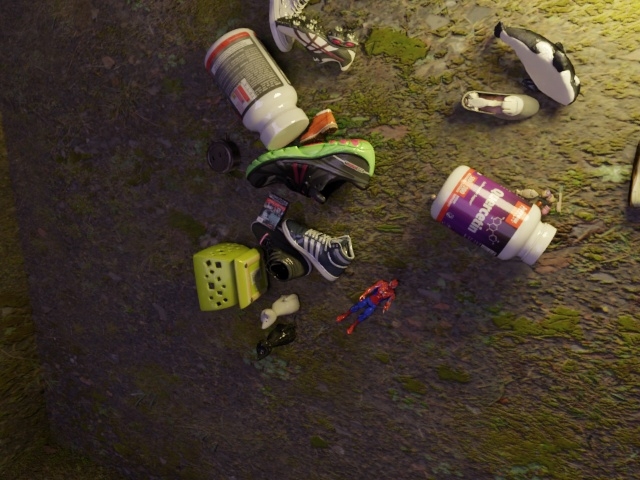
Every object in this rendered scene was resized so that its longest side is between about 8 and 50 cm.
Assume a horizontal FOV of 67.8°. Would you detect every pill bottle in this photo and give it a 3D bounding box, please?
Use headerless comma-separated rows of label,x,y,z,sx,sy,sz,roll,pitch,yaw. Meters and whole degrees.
pill bottle,0.493,-0.067,1.372,0.322,0.181,0.182,33,116,15
pill bottle,-0.209,-0.499,1.598,0.210,0.210,0.363,-37,85,30

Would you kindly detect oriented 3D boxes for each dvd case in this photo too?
dvd case,-0.179,-0.108,1.781,0.087,0.013,0.120,29,93,17

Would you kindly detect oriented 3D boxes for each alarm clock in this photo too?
alarm clock,-0.368,-0.301,1.823,0.129,0.064,0.192,-19,98,30

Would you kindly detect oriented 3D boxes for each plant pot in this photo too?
plant pot,-0.331,0.136,1.832,0.207,0.228,0.227,0,103,21

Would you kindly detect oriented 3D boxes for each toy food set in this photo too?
toy food set,0.631,-0.109,1.383,0.122,0.019,0.078,4,105,26

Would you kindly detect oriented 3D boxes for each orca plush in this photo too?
orca plush,0.596,-0.494,1.281,0.287,0.102,0.151,45,164,21

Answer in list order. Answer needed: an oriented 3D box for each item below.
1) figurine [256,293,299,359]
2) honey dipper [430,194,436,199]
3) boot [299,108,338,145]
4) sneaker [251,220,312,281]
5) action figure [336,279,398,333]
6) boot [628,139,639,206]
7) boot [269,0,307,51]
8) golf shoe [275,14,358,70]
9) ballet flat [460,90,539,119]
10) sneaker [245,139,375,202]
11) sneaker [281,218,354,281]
figurine,-0.170,0.323,1.802,0.092,0.209,0.215,16,110,22
honey dipper,0.410,-0.089,1.500,0.160,0.030,0.030,45,119,15
boot,-0.013,-0.383,1.627,0.157,0.059,0.085,-25,74,34
sneaker,-0.174,0.036,1.763,0.295,0.147,0.105,43,120,12
action figure,0.160,0.233,1.656,0.091,0.139,0.280,48,117,7
boot,0.887,-0.181,1.201,0.165,0.077,0.213,8,112,26
boot,-0.094,-0.753,1.536,0.123,0.095,0.259,0,103,34
golf shoe,-0.019,-0.624,1.502,0.272,0.105,0.120,19,131,2
ballet flat,0.502,-0.382,1.348,0.213,0.068,0.072,14,110,23
sneaker,-0.051,-0.218,1.611,0.482,0.185,0.202,-3,98,29
sneaker,0.000,0.000,1.690,0.282,0.099,0.153,47,124,1
